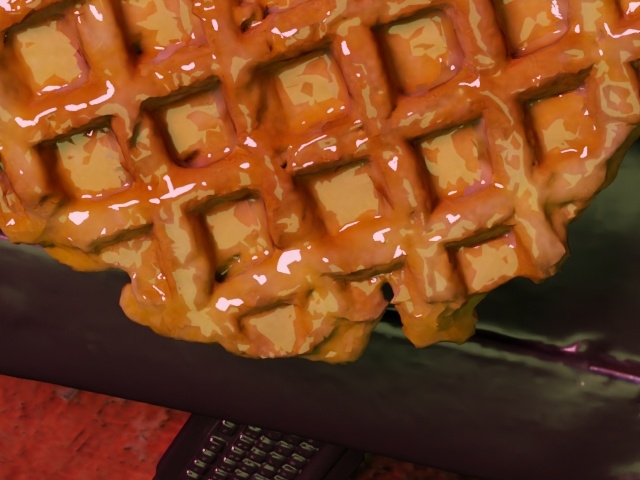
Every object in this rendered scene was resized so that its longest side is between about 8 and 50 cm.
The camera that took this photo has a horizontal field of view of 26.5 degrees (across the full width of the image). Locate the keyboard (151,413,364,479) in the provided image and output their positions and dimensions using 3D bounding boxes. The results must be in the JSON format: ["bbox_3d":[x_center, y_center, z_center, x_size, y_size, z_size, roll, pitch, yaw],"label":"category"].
[{"bbox_3d":[-0.005,0.085,0.767,0.106,0.016,0.262,26,125,-13],"label":"keyboard"}]

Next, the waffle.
[{"bbox_3d":[-0.004,-0.104,0.548,0.302,0.068,0.325,25,103,-5],"label":"waffle"}]

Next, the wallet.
[{"bbox_3d":[0.000,0.000,0.654,0.406,0.062,0.228,13,115,-3],"label":"wallet"}]
